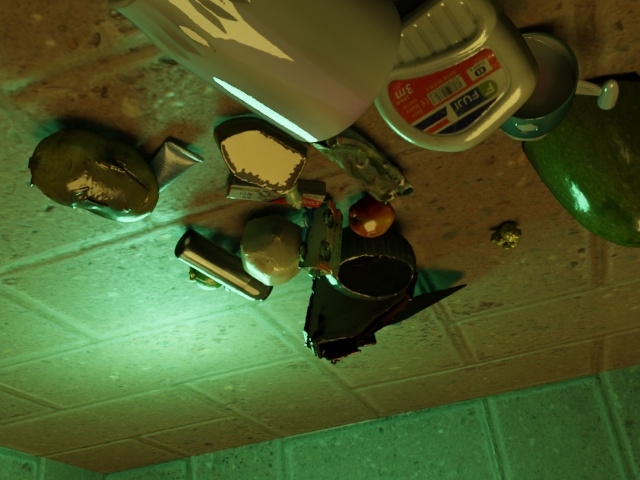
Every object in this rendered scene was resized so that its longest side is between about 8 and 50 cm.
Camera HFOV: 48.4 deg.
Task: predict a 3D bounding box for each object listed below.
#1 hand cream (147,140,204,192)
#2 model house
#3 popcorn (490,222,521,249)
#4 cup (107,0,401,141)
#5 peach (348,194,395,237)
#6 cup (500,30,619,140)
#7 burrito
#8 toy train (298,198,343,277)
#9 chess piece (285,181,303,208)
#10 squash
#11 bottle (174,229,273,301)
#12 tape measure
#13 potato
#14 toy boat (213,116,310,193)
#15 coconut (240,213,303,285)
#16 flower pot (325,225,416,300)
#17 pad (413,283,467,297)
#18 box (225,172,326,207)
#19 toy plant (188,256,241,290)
[{"bbox_3d":[-0.349,-0.119,1.481,0.088,0.055,0.256,31,132,-32],"label":"hand cream"},{"bbox_3d":[0.107,0.209,1.940,0.297,0.317,0.283,5,147,4],"label":"model house"},{"bbox_3d":[0.482,-0.011,1.852,0.083,0.068,0.059,-12,-170,12],"label":"popcorn"},{"bbox_3d":[-0.087,-0.316,0.994,0.371,0.253,0.253,24,138,-39],"label":"cup"},{"bbox_3d":[0.120,-0.056,1.657,0.100,0.101,0.101,-6,151,-3],"label":"peach"},{"bbox_3d":[0.379,-0.262,1.294,0.299,0.168,0.173,5,167,16],"label":"cup"},{"bbox_3d":[0.091,-0.163,1.488,0.096,0.066,0.309,-23,144,31],"label":"burrito"},{"bbox_3d":[0.000,0.000,1.636,0.072,0.188,0.099,-3,160,23],"label":"toy train"},{"bbox_3d":[-0.070,-0.119,1.497,0.059,0.059,0.149,-13,132,10],"label":"chess piece"},{"bbox_3d":[0.593,-0.116,1.439,0.310,0.309,0.310,-5,152,-3],"label":"squash"},{"bbox_3d":[-0.228,0.059,1.732,0.253,0.096,0.079,33,156,-20],"label":"bottle"},{"bbox_3d":[0.201,-0.281,1.169,0.258,0.130,0.265,-30,103,31],"label":"tape measure"},{"bbox_3d":[-0.423,-0.119,1.364,0.169,0.144,0.248,-22,142,38],"label":"potato"},{"bbox_3d":[-0.120,-0.169,1.379,0.188,0.061,0.116,22,117,-16],"label":"toy boat"},{"bbox_3d":[-0.112,0.017,1.669,0.161,0.161,0.162,-4,148,-6],"label":"coconut"},{"bbox_3d":[0.118,0.052,1.754,0.243,0.157,0.189,11,111,-18],"label":"flower pot"},{"bbox_3d":[0.272,0.183,2.170,0.314,0.063,0.375,-7,161,-35],"label":"pad"},{"bbox_3d":[-0.097,-0.111,1.564,0.218,0.040,0.055,6,147,-22],"label":"box"},{"bbox_3d":[-0.254,0.085,1.821,0.162,0.093,0.093,1,150,-15],"label":"toy plant"}]
